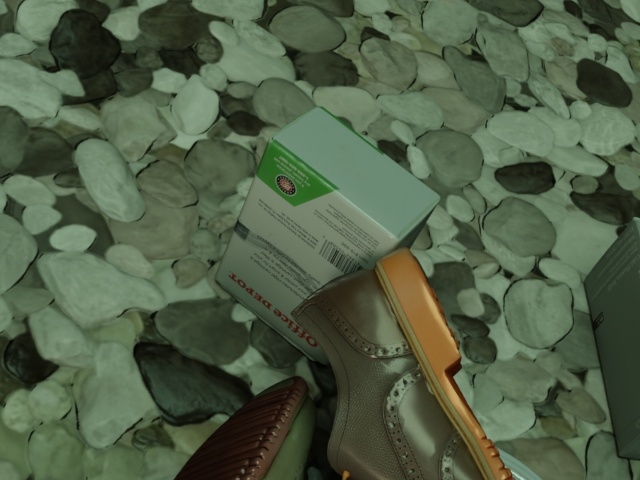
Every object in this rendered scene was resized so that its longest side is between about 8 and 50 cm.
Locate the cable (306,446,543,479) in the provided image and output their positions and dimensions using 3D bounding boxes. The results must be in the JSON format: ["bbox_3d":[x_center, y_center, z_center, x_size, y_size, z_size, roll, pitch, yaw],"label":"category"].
[{"bbox_3d":[0.121,0.290,0.886,0.257,0.089,0.257,8,50,-15],"label":"cable"}]

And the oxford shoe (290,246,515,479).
[{"bbox_3d":[0.084,0.191,0.839,0.133,0.130,0.363,-23,66,2],"label":"oxford shoe"}]

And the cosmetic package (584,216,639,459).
[{"bbox_3d":[0.371,0.110,1.107,0.107,0.127,0.237,13,47,-11],"label":"cosmetic package"}]

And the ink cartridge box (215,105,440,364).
[{"bbox_3d":[0.000,0.000,0.997,0.153,0.208,0.087,39,46,10],"label":"ink cartridge box"}]

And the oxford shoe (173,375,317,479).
[{"bbox_3d":[-0.067,0.264,0.844,0.130,0.123,0.348,45,44,-18],"label":"oxford shoe"}]
